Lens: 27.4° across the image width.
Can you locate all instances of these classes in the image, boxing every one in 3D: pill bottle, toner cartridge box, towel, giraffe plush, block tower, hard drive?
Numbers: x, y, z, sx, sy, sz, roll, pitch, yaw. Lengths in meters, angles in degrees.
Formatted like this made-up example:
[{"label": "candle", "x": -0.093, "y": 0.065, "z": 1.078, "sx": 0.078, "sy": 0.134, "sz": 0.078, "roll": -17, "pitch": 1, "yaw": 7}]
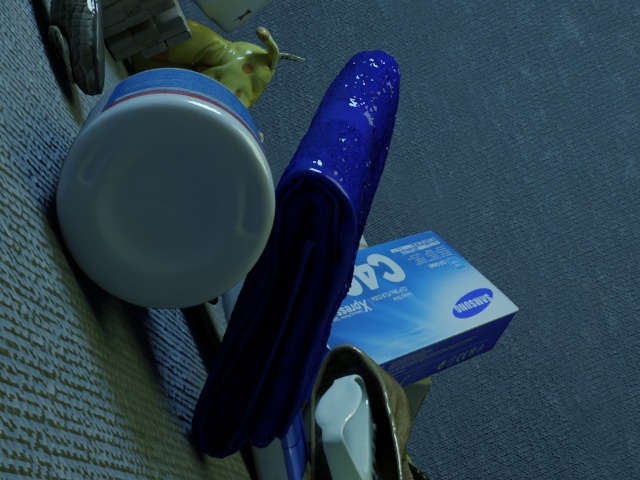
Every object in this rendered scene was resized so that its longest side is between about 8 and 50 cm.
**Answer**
[{"label": "pill bottle", "x": -0.094, "y": -0.043, "z": 0.825, "sx": 0.221, "sy": 0.124, "sz": 0.124, "roll": -109, "pitch": 176, "yaw": -75}, {"label": "toner cartridge box", "x": 0.075, "y": 0.090, "z": 1.570, "sx": 0.165, "sy": 0.075, "sz": 0.347, "roll": 44, "pitch": 34, "yaw": 23}, {"label": "towel", "x": 0.000, "y": 0.000, "z": 0.967, "sx": 0.308, "sy": 0.076, "sz": 0.228, "roll": -68, "pitch": 180, "yaw": -64}, {"label": "giraffe plush", "x": -0.132, "y": -0.154, "z": 1.579, "sx": 0.181, "sy": 0.210, "sz": 0.171, "roll": 77, "pitch": 19, "yaw": -72}, {"label": "block tower", "x": -0.223, "y": -0.303, "z": 1.323, "sx": 0.335, "sy": 0.090, "sz": 0.097, "roll": 65, "pitch": 0, "yaw": -66}, {"label": "hard drive", "x": -0.061, "y": 0.053, "z": 1.196, "sx": 0.210, "sy": 0.040, "sz": 0.319, "roll": 61, "pitch": 18, "yaw": -87}]

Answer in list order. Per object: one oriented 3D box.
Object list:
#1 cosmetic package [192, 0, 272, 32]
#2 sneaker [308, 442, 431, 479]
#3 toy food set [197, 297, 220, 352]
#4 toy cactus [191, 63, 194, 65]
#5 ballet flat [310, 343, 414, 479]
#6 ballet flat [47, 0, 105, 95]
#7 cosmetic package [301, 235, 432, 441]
[{"label": "cosmetic package", "x": -0.206, "y": -0.495, "z": 1.603, "sx": 0.453, "sy": 0.161, "sz": 0.230, "roll": 54, "pitch": 6, "yaw": 8}, {"label": "sneaker", "x": 0.080, "y": 0.331, "z": 1.763, "sx": 0.147, "sy": 0.145, "sz": 0.385, "roll": 69, "pitch": 0, "yaw": -76}, {"label": "toy food set", "x": -0.120, "y": 0.001, "z": 1.160, "sx": 0.192, "sy": 0.038, "sz": 0.132, "roll": 66, "pitch": 0, "yaw": -52}, {"label": "toy cactus", "x": -0.179, "y": -0.185, "z": 2.150, "sx": 0.219, "sy": 0.112, "sz": 0.181, "roll": 70, "pitch": 16, "yaw": -48}, {"label": "ballet flat", "x": 0.032, "y": 0.221, "z": 1.125, "sx": 0.342, "sy": 0.116, "sz": 0.124, "roll": -89, "pitch": 158, "yaw": -48}, {"label": "ballet flat", "x": -0.211, "y": -0.212, "z": 1.042, "sx": 0.084, "sy": 0.058, "sz": 0.250, "roll": 104, "pitch": -26, "yaw": -54}, {"label": "cosmetic package", "x": 0.010, "y": 0.113, "z": 1.683, "sx": 0.309, "sy": 0.160, "sz": 0.113, "roll": -114, "pitch": -143, "yaw": -47}]
